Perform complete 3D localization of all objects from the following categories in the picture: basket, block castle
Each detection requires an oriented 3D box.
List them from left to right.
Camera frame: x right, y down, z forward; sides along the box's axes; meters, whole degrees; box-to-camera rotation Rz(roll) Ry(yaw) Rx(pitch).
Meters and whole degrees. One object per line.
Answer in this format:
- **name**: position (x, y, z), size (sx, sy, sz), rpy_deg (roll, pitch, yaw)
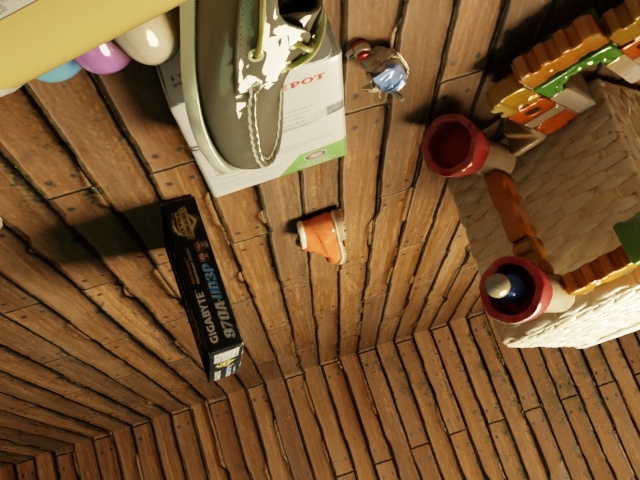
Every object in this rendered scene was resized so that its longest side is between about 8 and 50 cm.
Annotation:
- **basket**: position (0.421, -0.028, 1.238), size (0.266, 0.329, 0.331), rpy_deg (4, 152, -41)
- **block castle**: position (0.360, -0.117, 0.947), size (0.453, 0.303, 0.212), rpy_deg (-32, 157, 33)

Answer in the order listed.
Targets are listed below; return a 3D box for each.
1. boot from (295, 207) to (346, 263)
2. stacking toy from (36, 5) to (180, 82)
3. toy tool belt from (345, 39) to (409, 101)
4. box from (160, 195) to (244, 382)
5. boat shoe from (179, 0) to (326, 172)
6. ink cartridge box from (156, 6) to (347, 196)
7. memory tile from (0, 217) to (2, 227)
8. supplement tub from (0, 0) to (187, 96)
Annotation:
- **boot**: position (0.000, 0.000, 1.328), size (0.084, 0.059, 0.158), rpy_deg (-15, 153, -2)
- **stacking toy**: position (-0.269, -0.144, 0.542), size (0.330, 0.141, 0.141), rpy_deg (-16, 162, 6)
- **toy tool belt**: position (0.066, -0.183, 0.865), size (0.052, 0.051, 0.083), rpy_deg (-28, 159, 25)
- **box**: position (-0.165, 0.072, 1.102), size (0.051, 0.220, 0.175), rpy_deg (-17, 163, -14)
- **boat shoe**: position (-0.044, -0.167, 0.548), size (0.091, 0.109, 0.305), rpy_deg (8, 134, 8)
- **ink cartridge box**: position (-0.063, -0.142, 0.790), size (0.160, 0.093, 0.219), rpy_deg (-18, 161, -4)
- **memory tile**: position (-0.460, 0.000, 0.940), size (0.148, 0.012, 0.113), rpy_deg (-30, 159, 29)
- **supplement tub**: position (-0.129, -0.200, 0.326), size (0.331, 0.241, 0.241), rpy_deg (-23, 161, 12)
